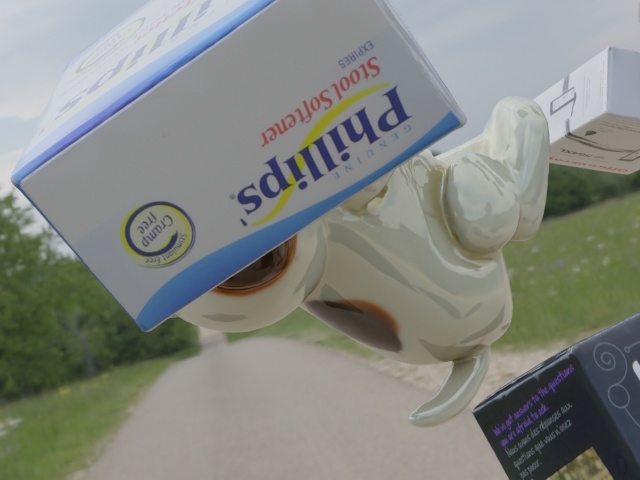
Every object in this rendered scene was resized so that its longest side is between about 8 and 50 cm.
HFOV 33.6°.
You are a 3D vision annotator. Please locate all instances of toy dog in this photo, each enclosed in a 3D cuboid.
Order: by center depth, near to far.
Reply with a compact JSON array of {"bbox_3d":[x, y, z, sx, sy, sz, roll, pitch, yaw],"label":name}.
[{"bbox_3d":[0.000,0.000,1.152,0.407,0.396,0.284,5,-5,-31],"label":"toy dog"}]

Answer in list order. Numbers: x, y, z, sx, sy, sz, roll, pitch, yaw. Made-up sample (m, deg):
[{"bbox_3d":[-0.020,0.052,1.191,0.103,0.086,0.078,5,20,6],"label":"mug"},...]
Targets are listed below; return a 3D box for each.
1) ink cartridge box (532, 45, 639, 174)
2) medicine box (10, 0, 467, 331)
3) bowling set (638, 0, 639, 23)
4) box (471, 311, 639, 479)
[{"bbox_3d":[0.360,-0.149,1.272,0.148,0.086,0.203,8,-12,-12],"label":"ink cartridge box"},{"bbox_3d":[-0.062,-0.114,0.796,0.263,0.149,0.289,-33,23,10],"label":"medicine box"},{"bbox_3d":[0.413,-0.342,1.118,0.199,0.154,0.287,24,-12,-32],"label":"bowling set"},{"bbox_3d":[0.255,0.183,0.711,0.165,0.270,0.143,-20,-16,-28],"label":"box"}]
